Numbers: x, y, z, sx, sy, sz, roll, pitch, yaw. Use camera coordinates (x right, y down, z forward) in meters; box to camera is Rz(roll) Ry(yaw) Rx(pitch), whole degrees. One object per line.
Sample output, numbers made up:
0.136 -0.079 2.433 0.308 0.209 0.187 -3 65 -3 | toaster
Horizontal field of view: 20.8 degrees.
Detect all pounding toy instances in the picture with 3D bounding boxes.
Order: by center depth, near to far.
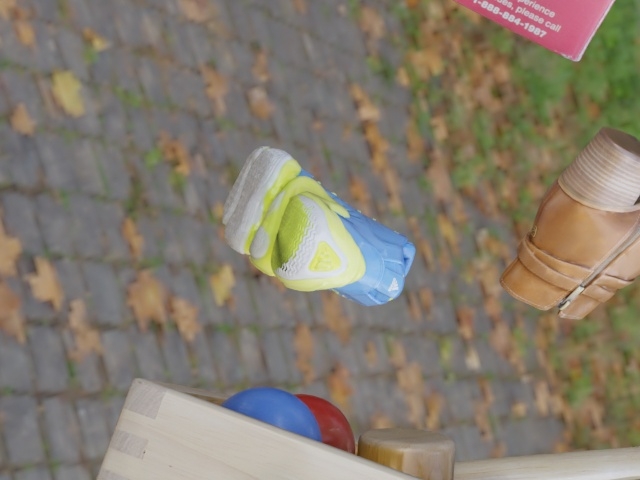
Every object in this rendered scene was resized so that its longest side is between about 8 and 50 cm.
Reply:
0.019 0.087 0.523 0.130 0.141 0.100 35 74 -76 | pounding toy

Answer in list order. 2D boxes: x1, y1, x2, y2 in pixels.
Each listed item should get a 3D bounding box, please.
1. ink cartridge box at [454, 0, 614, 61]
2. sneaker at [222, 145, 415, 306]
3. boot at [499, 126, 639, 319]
0.168 -0.372 1.286 0.279 0.385 0.160 28 37 -1 | ink cartridge box
0.000 0.000 1.425 0.126 0.091 0.240 26 12 -22 | sneaker
0.247 0.006 1.353 0.197 0.152 0.073 22 25 -22 | boot
